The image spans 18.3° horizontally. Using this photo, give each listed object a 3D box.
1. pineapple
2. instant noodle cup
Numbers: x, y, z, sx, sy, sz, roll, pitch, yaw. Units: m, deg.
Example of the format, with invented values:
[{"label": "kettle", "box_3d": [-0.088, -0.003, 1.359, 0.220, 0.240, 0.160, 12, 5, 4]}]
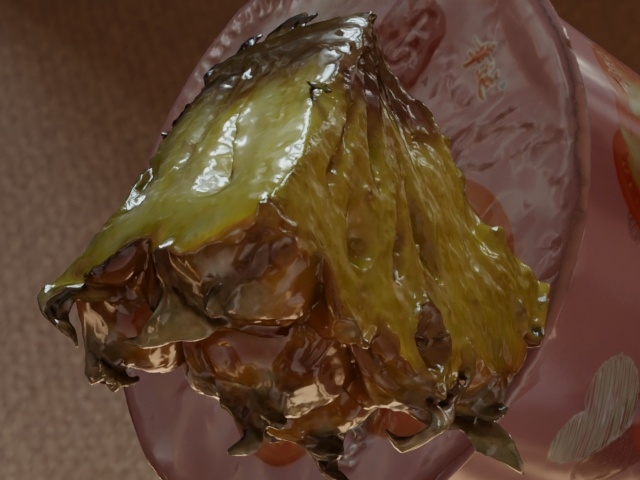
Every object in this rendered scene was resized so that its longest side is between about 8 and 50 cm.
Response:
[{"label": "pineapple", "box_3d": [0.000, 0.000, 0.472, 0.137, 0.069, 0.116, 20, 58, -52]}, {"label": "instant noodle cup", "box_3d": [0.078, 0.026, 0.808, 0.231, 0.243, 0.243, 22, 41, -41]}]
